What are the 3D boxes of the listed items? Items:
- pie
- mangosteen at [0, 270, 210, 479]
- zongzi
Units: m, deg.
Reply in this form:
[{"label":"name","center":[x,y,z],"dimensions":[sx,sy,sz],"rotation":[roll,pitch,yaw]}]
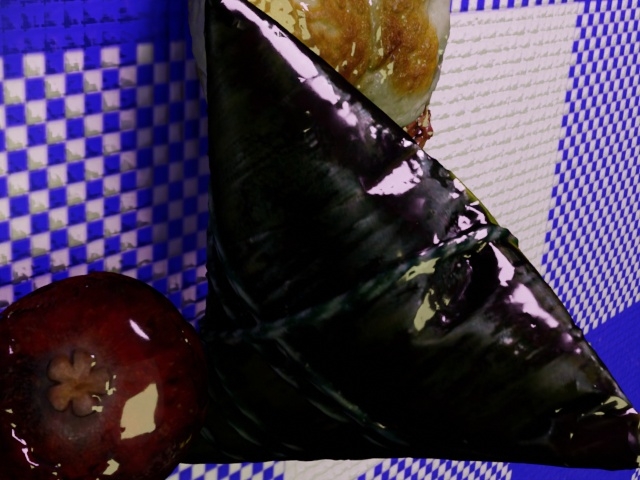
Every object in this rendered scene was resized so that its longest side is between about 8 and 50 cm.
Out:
[{"label":"pie","center":[0.008,-0.176,0.792],"dimensions":[0.274,0.105,0.257],"rotation":[-2,107,-49]},{"label":"mangosteen","center":[-0.152,0.108,0.682],"dimensions":[0.166,0.166,0.180],"rotation":[-63,167,-10]},{"label":"zongzi","center":[0.000,0.000,0.705],"dimensions":[0.319,0.383,0.362],"rotation":[-40,101,-20]}]
